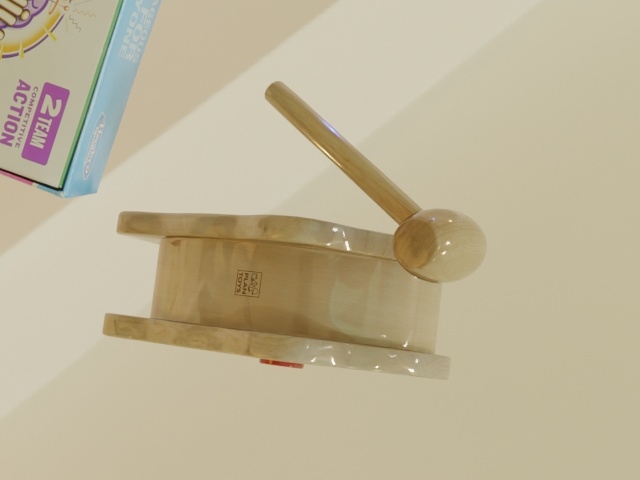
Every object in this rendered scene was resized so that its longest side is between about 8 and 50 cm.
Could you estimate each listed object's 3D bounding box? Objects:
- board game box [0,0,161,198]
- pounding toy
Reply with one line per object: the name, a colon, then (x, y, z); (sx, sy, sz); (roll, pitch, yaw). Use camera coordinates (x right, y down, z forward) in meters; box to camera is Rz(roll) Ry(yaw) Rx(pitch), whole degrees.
board game box: (-0.232, -0.186, 0.531); (0.317, 0.064, 0.242); (20, -85, 1)
pounding toy: (0.000, 0.000, 0.620); (0.270, 0.154, 0.154); (2, -97, 40)
